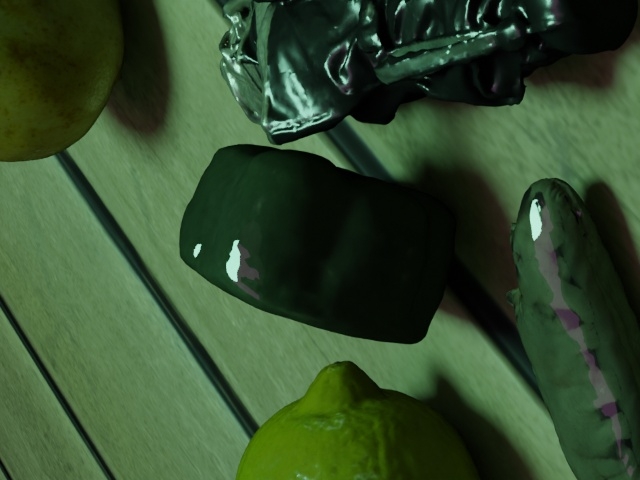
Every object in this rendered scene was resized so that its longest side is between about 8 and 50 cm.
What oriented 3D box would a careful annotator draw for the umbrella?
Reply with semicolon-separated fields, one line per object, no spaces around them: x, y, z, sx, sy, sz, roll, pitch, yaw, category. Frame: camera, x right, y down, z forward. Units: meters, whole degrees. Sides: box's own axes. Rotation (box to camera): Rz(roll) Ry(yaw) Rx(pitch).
0.040;-0.121;0.890;0.357;0.106;0.113;4;108;61;umbrella

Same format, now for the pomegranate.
-0.279;-0.177;1.318;0.233;0.233;0.233;42;144;41;pomegranate

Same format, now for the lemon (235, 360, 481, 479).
0.032;0.207;1.077;0.184;0.184;0.248;8;117;60;lemon

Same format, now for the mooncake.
0.000;0.000;0.994;0.168;0.175;0.104;14;91;16;mooncake

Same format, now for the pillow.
0.155;0.081;0.889;0.093;0.051;0.241;-15;98;64;pillow
